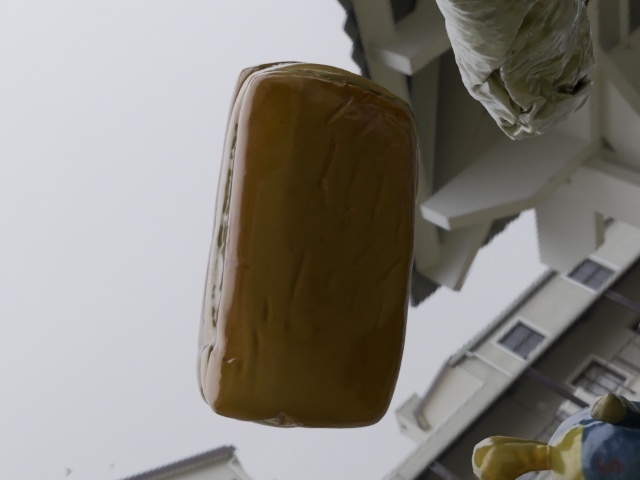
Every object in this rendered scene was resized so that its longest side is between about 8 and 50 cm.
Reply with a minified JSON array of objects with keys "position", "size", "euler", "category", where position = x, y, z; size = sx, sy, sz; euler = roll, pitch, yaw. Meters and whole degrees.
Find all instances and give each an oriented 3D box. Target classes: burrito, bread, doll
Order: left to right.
[{"position":[0.000,0.000,0.445],"size":[0.116,0.077,0.200],"euler":[9,-98,-20],"category":"bread"},{"position":[0.144,-0.152,0.573],"size":[0.117,0.076,0.392],"euler":[-41,-19,10],"category":"burrito"},{"position":[0.155,0.098,0.352],"size":[0.102,0.179,0.089],"euler":[49,-145,-14],"category":"doll"}]
